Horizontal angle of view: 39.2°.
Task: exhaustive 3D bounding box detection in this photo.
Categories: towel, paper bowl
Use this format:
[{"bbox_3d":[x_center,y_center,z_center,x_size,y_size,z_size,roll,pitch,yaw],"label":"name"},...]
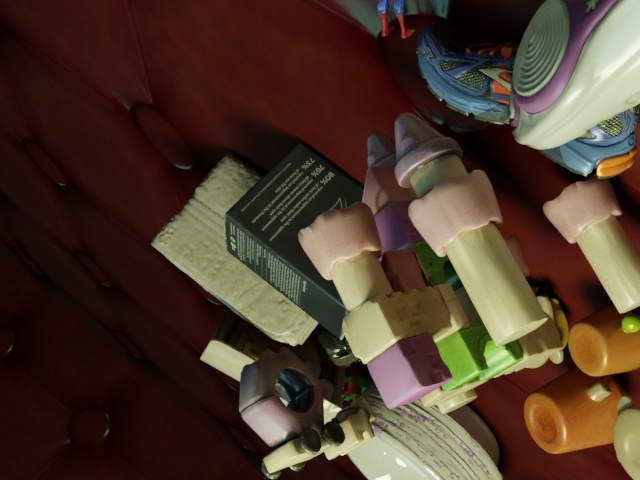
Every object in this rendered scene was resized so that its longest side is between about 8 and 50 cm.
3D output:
[{"bbox_3d":[-0.087,0.012,1.289,0.282,0.187,0.049,35,170,22],"label":"towel"},{"bbox_3d":[0.174,0.341,1.463,0.284,0.148,0.284,35,156,19],"label":"paper bowl"}]

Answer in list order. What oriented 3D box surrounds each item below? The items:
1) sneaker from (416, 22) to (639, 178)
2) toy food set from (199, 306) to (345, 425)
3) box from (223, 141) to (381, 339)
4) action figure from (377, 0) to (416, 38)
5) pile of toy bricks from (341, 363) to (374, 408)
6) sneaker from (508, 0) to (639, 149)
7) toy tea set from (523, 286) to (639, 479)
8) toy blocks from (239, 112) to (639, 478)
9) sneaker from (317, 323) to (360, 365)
[{"bbox_3d":[0.178,-0.141,0.761,0.221,0.083,0.087,33,133,28],"label":"sneaker"},{"bbox_3d":[-0.044,0.150,1.348,0.220,0.092,0.306,29,-164,-4],"label":"toy food set"},{"bbox_3d":[0.000,0.000,1.167,0.207,0.153,0.108,39,156,14],"label":"box"},{"bbox_3d":[0.063,-0.242,0.818,0.038,0.030,0.115,19,142,34],"label":"action figure"},{"bbox_3d":[0.049,0.256,1.606,0.105,0.118,0.212,16,152,-16],"label":"pile of toy bricks"},{"bbox_3d":[0.233,-0.131,0.582,0.152,0.114,0.305,17,155,-15],"label":"sneaker"},{"bbox_3d":[0.338,0.148,0.958,0.336,0.124,0.200,5,107,65],"label":"toy tea set"},{"bbox_3d":[0.080,0.013,0.820,0.309,0.289,0.260,-39,68,35],"label":"toy blocks"},{"bbox_3d":[0.080,0.128,1.260,0.293,0.146,0.102,23,148,41],"label":"sneaker"}]
